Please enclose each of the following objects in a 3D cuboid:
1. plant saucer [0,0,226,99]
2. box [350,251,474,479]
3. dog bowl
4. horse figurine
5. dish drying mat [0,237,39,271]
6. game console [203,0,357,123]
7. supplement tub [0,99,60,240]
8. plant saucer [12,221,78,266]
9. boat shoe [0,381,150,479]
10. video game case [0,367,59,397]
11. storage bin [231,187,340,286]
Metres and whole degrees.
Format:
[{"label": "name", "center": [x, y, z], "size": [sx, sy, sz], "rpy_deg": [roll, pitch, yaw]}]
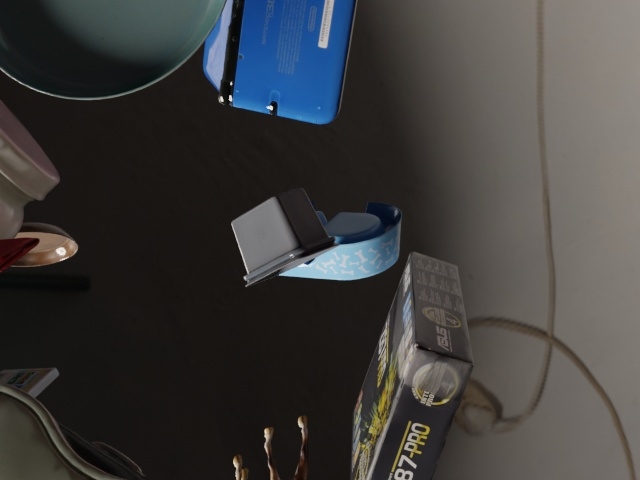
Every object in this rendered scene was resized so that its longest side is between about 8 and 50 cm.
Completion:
[{"label": "plant saucer", "center": [-0.252, -0.308, 1.221], "size": [0.317, 0.044, 0.318], "rpy_deg": [-1, 81, 5]}, {"label": "box", "center": [0.133, 0.231, 1.639], "size": [0.097, 0.395, 0.318], "rpy_deg": [19, 109, -3]}, {"label": "dog bowl", "center": [0.000, 0.000, 1.784], "size": [0.297, 0.166, 0.074], "rpy_deg": [4, 118, 31]}, {"label": "horse figurine", "center": [-0.078, 0.359, 1.467], "size": [0.066, 0.175, 0.263], "rpy_deg": [19, 135, -30]}, {"label": "dish drying mat", "center": [-0.192, 0.009, 0.589], "size": [0.083, 0.032, 0.008], "rpy_deg": [-4, 118, 37]}, {"label": "game console", "center": [-0.061, -0.342, 1.528], "size": [0.250, 0.173, 0.293], "rpy_deg": [13, 112, 9]}, {"label": "supplement tub", "center": [-0.381, -0.025, 0.911], "size": [0.272, 0.191, 0.191], "rpy_deg": [-41, 105, -2]}, {"label": "plant saucer", "center": [-0.506, 0.005, 1.855], "size": [0.168, 0.168, 0.029], "rpy_deg": [-11, 70, 5]}, {"label": "boat shoe", "center": [-0.202, 0.209, 0.848], "size": [0.302, 0.091, 0.114], "rpy_deg": [29, 73, 28]}, {"label": "video game case", "center": [-0.523, 0.261, 1.742], "size": [0.143, 0.157, 0.019], "rpy_deg": [-7, 117, 37]}, {"label": "storage bin", "center": [-0.049, -0.009, 1.408], "size": [0.135, 0.098, 0.091], "rpy_deg": [-26, 85, 47]}]
